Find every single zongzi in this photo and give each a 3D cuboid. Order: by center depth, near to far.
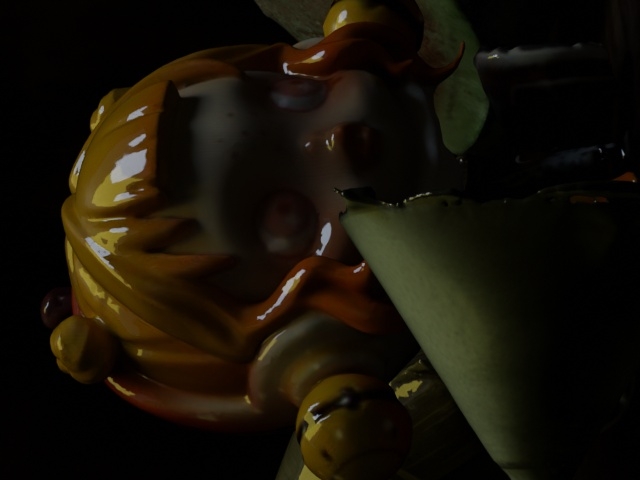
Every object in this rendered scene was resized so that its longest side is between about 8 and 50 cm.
[{"bbox_3d":[0.040,0.114,1.329,0.317,0.154,0.289,-40,22,32],"label":"zongzi"}]

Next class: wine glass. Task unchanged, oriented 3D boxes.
[{"bbox_3d":[0.079,0.101,0.658,0.156,0.156,0.232,76,-165,-83],"label":"wine glass"}]

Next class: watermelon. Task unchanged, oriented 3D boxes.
[{"bbox_3d":[0.051,-0.222,1.280,0.387,0.258,0.228,58,-129,-67],"label":"watermelon"}]

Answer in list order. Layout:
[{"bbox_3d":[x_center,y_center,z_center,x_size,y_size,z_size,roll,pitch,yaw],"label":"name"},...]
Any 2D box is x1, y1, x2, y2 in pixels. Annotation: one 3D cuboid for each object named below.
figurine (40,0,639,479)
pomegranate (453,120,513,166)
[{"bbox_3d":[0.002,0.003,0.978,0.196,0.323,0.320,92,-177,-52],"label":"figurine"},{"bbox_3d":[0.095,-0.125,1.659,0.222,0.204,0.276,-113,18,-57],"label":"pomegranate"}]
